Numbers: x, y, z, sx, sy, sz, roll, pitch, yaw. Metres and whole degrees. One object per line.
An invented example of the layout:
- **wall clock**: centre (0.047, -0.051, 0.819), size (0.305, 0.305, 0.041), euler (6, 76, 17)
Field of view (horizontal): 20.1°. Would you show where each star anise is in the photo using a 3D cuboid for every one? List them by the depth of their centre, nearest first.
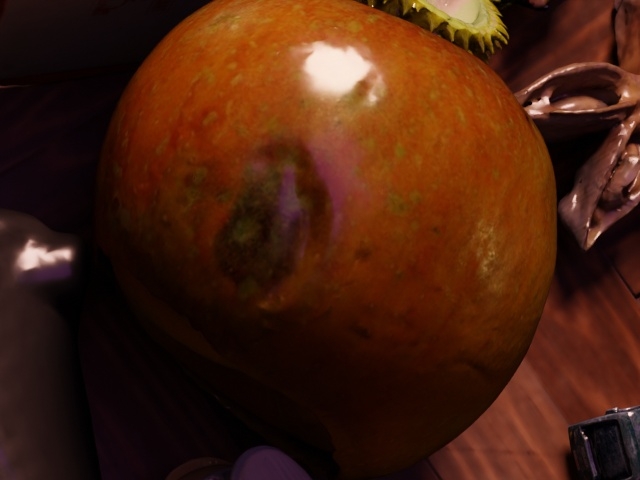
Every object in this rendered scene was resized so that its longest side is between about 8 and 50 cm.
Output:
- **star anise**: centre (0.194, -0.067, 1.043), size (0.172, 0.063, 0.208), euler (45, 62, -8)

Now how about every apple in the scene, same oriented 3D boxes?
- **apple**: centre (0.000, 0.000, 0.860), size (0.236, 0.237, 0.208), euler (23, 76, -13)

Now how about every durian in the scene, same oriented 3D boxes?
- **durian**: centre (0.046, -0.136, 0.982), size (0.215, 0.086, 0.100), euler (25, 69, -39)

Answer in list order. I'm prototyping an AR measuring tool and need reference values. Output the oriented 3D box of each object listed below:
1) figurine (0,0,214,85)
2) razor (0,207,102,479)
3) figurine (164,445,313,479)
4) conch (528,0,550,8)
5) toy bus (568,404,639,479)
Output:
- **figurine**: centre (-0.118, -0.220, 0.906), size (0.160, 0.183, 0.226), euler (-11, 76, -25)
- **razor**: centre (-0.186, 0.155, 0.803), size (0.204, 0.113, 0.349), euler (-2, 69, -17)
- **figurine**: centre (-0.020, 0.190, 0.852), size (0.128, 0.184, 0.209), euler (-18, 119, -30)
- **conch**: centre (0.153, -0.229, 1.059), size (0.086, 0.080, 0.233), euler (40, 64, -11)
- **toy bus**: centre (0.221, 0.103, 0.998), size (0.165, 0.065, 0.047), euler (-10, 79, -23)
